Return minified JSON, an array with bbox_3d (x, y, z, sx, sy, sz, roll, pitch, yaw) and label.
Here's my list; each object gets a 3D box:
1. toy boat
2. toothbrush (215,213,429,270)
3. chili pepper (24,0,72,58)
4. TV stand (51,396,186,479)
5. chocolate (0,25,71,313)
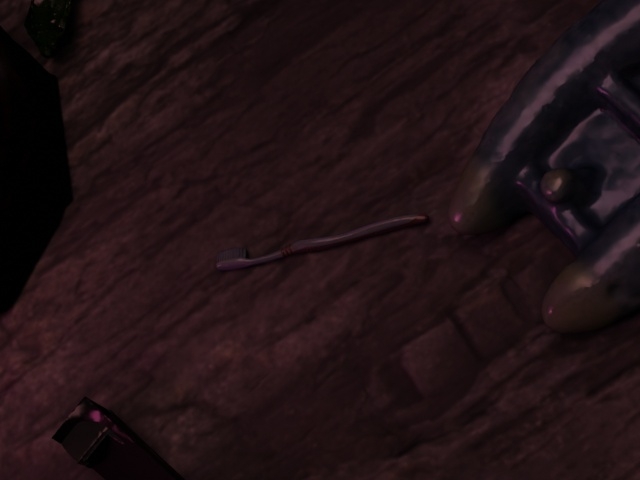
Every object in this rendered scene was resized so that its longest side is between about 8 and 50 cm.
[{"bbox_3d":[0.247,-0.092,1.480,0.330,0.123,0.215,-42,58,5],"label":"toy boat"},{"bbox_3d":[0.000,0.000,1.612,0.193,0.013,0.019,-12,57,20],"label":"toothbrush"},{"bbox_3d":[-0.195,-0.302,1.793,0.122,0.065,0.279,41,91,22],"label":"chili pepper"},{"bbox_3d":[-0.117,0.221,1.557,0.256,0.040,0.049,38,88,31],"label":"TV stand"},{"bbox_3d":[-0.453,-0.116,1.679,0.383,0.331,0.384,-8,67,18],"label":"chocolate"}]
